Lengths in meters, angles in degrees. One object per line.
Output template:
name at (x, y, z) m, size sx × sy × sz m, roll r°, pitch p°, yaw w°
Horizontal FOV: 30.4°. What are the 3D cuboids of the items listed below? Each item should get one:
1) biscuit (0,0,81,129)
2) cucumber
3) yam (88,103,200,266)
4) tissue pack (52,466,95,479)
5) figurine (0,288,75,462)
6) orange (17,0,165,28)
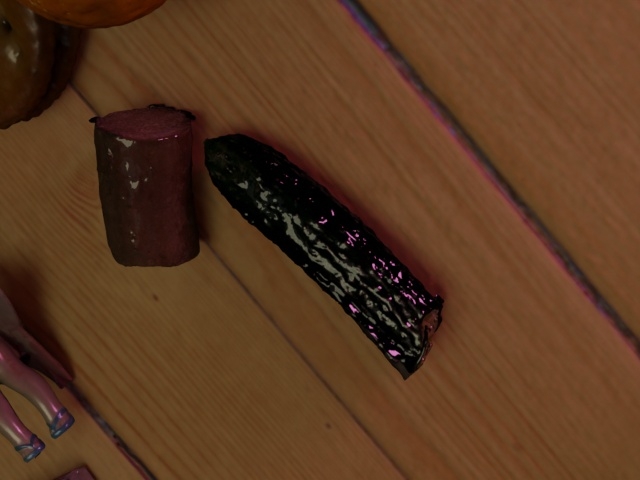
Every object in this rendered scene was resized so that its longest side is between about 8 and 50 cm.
biscuit at (-0.296, -0.194, 0.969) m, size 0.221 × 0.066 × 0.220 m, roll 12°, pitch 119°, yaw 23°
cucumber at (0.002, -0.001, 0.910) m, size 0.245 × 0.067 × 0.067 m, roll 44°, pitch 126°, yaw 3°
yam at (-0.139, -0.041, 0.953) m, size 0.084 × 0.084 × 0.127 m, roll 10°, pitch 118°, yaw 23°
tissue pack at (-0.273, 0.305, 1.208) m, size 0.148 × 0.060 × 0.108 m, roll -29°, pitch 97°, yaw 34°
figurine at (-0.352, 0.107, 1.117) m, size 0.205 × 0.103 × 0.260 m, roll -39°, pitch 97°, yaw 11°
orange at (-0.168, -0.237, 0.825) m, size 0.178 × 0.155 × 0.177 m, roll 27°, pitch 130°, yaw 37°
